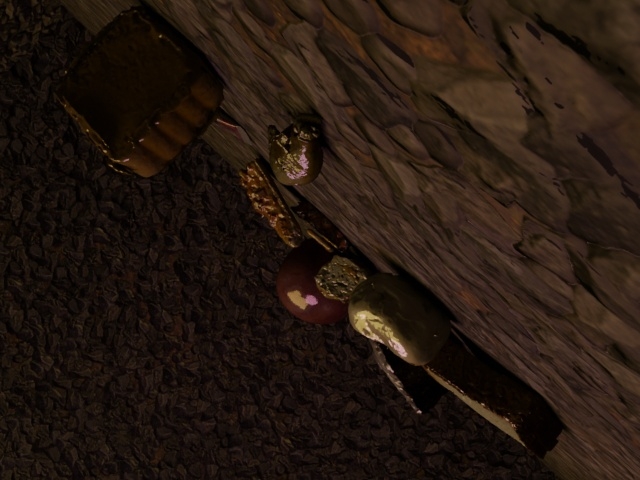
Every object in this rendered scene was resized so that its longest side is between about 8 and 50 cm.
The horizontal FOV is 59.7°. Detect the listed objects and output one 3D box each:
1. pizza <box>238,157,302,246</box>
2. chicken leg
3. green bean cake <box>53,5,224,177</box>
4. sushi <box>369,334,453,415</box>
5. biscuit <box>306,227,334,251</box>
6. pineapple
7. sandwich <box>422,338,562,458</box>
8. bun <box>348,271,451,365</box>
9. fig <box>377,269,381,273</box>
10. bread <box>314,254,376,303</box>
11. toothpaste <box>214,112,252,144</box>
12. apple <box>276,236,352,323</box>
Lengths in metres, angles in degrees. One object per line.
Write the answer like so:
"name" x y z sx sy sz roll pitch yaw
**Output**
"pizza" -0.135 -0.098 1.584 0.268 0.087 0.258 58 180 -2
"chicken leg" -0.031 -0.121 0.695 0.093 0.070 0.178 50 170 -1
"green bean cake" -0.303 -0.246 0.946 0.224 0.229 0.131 45 -176 18
"sushi" 0.253 0.299 1.494 0.234 0.208 0.348 56 180 40
"biscuit" 0.000 0.000 1.472 0.081 0.018 0.083 41 180 8
"pineapple" 0.010 -0.034 1.526 0.221 0.047 0.221 41 180 0
"sandwich" 0.377 0.343 1.240 0.301 0.099 0.271 31 172 46
"bun" 0.166 0.149 1.160 0.229 0.145 0.229 17 -164 -5
"fig" 0.171 0.137 1.500 0.084 0.082 0.098 -95 -9 -46
"bread" 0.085 0.116 1.604 0.152 0.129 0.268 7 175 16
"toothpaste" -0.273 -0.314 1.332 0.266 0.061 0.096 37 175 12
"apple" -0.010 0.138 1.845 0.306 0.235 0.305 35 -137 -41
